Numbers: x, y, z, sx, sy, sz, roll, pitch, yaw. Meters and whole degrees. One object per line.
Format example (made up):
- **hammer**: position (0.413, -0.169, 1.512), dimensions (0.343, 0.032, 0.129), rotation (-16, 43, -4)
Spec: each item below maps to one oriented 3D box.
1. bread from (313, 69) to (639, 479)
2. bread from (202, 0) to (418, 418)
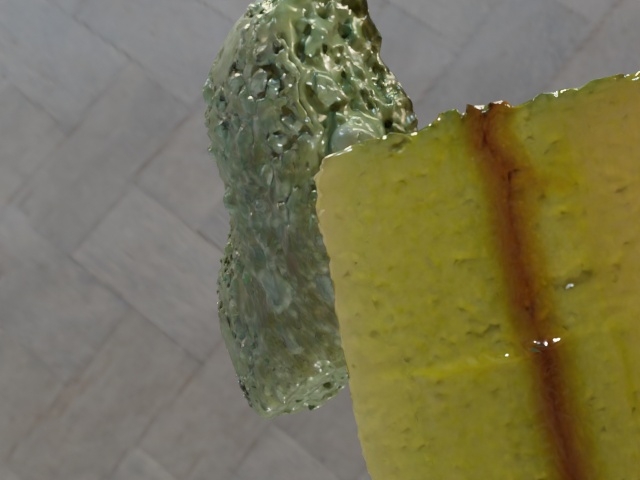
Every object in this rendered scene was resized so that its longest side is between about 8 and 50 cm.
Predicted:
- **bread**: position (0.116, 0.079, 0.701), dimensions (0.168, 0.163, 0.264), rotation (-13, 82, 17)
- **bread**: position (0.000, 0.000, 0.786), dimensions (0.064, 0.232, 0.172), rotation (-16, 33, -32)
